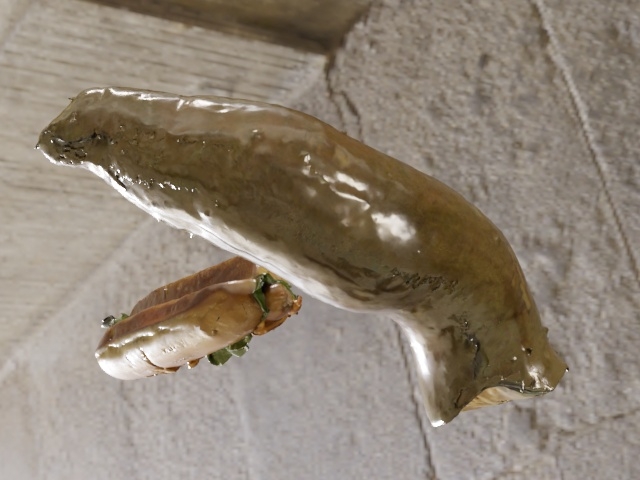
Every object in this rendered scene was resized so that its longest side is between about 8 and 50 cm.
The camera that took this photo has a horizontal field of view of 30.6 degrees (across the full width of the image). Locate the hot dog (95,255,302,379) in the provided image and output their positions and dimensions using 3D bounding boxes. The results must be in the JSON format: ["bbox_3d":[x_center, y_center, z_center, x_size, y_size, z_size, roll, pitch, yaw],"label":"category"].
[{"bbox_3d":[-0.083,0.055,0.750,0.188,0.072,0.055,-22,109,48],"label":"hot dog"}]

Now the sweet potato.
[{"bbox_3d":[0.000,0.003,0.570,0.112,0.285,0.085,-59,15,19],"label":"sweet potato"}]
